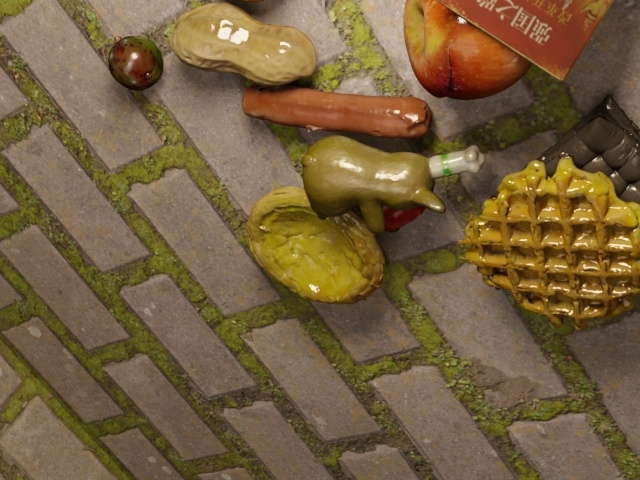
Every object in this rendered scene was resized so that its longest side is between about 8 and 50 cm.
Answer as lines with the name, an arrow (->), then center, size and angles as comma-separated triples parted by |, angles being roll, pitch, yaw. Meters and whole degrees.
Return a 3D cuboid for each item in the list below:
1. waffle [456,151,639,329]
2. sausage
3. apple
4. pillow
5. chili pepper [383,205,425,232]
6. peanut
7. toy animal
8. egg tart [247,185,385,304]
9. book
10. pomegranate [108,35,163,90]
waffle -> 0.480, 0.021, 1.820 | 0.382, 0.095, 0.379 | 32, 137, -3
sausage -> 0.026, -0.273, 1.916 | 0.419, 0.094, 0.094 | 11, 140, 19
apple -> 0.262, -0.374, 1.604 | 0.206, 0.272, 0.251 | -8, 101, -9
pillow -> 0.521, -0.111, 1.805 | 0.228, 0.101, 0.326 | 39, 135, -9
chili pepper -> 0.188, -0.085, 1.994 | 0.192, 0.086, 0.084 | -41, 67, 51
peanut -> -0.157, -0.398, 1.877 | 0.313, 0.149, 0.149 | 20, 132, 10
toy animal -> 0.144, -0.116, 1.882 | 0.363, 0.181, 0.180 | 11, 160, 11
egg tart -> 0.000, 0.000, 2.122 | 0.345, 0.132, 0.345 | 14, 130, 17
book -> 0.377, -0.478, 1.442 | 0.263, 0.028, 0.374 | 28, 97, -16
pomegranate -> -0.410, -0.390, 2.015 | 0.130, 0.130, 0.130 | 13, 131, 16
